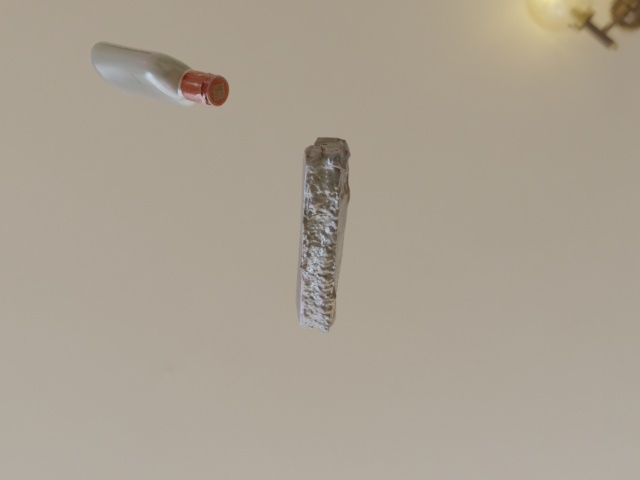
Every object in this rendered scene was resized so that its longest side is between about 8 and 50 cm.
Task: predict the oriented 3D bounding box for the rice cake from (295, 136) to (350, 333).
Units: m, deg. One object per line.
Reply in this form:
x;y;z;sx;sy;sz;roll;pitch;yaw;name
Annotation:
0.001;0.000;1.124;0.270;0.049;0.055;94;-167;-50;rice cake

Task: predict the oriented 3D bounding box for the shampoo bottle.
-0.215;-0.220;1.503;0.051;0.220;0.108;-61;-39;-13;shampoo bottle
